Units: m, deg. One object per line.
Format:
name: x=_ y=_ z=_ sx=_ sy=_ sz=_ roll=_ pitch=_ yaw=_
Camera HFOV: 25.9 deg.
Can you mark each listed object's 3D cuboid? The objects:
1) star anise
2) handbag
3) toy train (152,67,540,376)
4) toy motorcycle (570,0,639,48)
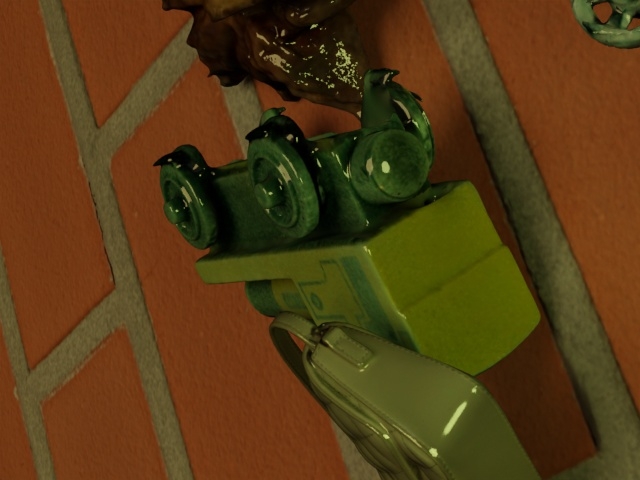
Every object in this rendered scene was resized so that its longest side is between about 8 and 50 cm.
star anise: x=-0.067 y=-0.218 z=1.209 sx=0.349 sy=0.292 sz=0.109 roll=23 pitch=69 yaw=44
handbag: x=0.061 y=0.148 z=1.035 sx=0.219 sy=0.256 sz=0.079 roll=25 pitch=68 yaw=42
toy train: x=0.000 y=0.000 z=1.167 sx=0.369 sy=0.150 sz=0.237 roll=-6 pitch=112 yaw=63
toy motorcycle: x=0.191 y=-0.268 z=0.957 sx=0.206 sy=0.154 sz=0.260 roll=-50 pitch=57 yaw=10
